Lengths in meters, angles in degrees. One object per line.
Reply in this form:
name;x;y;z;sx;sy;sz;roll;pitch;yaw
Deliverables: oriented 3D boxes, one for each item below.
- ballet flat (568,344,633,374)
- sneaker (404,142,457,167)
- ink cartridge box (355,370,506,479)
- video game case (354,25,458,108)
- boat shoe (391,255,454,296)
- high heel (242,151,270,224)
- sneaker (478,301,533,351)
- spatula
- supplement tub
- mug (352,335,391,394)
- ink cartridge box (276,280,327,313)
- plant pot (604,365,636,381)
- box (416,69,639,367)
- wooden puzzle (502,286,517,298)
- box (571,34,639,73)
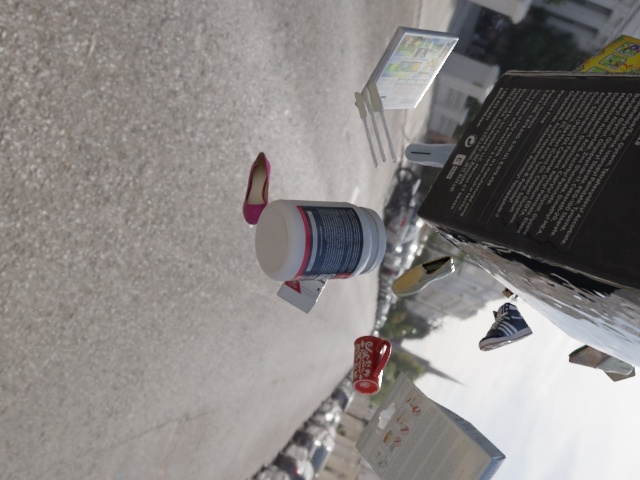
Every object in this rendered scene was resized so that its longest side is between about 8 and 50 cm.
ballet flat;0.803;0.286;1.753;0.316;0.106;0.107;-19;150;-12
sneaker;0.423;-0.297;2.333;0.091;0.258;0.094;-33;135;-74
ink cartridge box;0.308;0.621;1.969;0.091;0.385;0.308;14;111;-44
video game case;0.293;-0.574;2.267;0.329;0.036;0.299;-12;143;-46
boat shoe;0.281;0.089;1.867;0.190;0.068;0.072;-28;149;-5
high heel;-0.185;-0.154;1.982;0.244;0.082;0.117;-77;170;-49
sneaker;0.691;0.331;2.608;0.282;0.153;0.099;-8;156;-35
spatula;0.162;-0.338;1.999;0.168;0.019;0.241;0;-74;67
supplement tub;0.000;0.000;1.601;0.272;0.191;0.191;0;123;-34
mug;0.160;0.404;2.215;0.150;0.113;0.169;105;-2;-46
ink cartridge box;-0.042;0.113;1.780;0.056;0.099;0.135;-56;-177;40
plant pot;0.979;0.400;2.210;0.109;0.096;0.109;-25;-167;23
box;0.492;0.007;0.985;0.297;0.480;0.472;-58;-150;-5
wooden puzzle;0.556;0.135;1.924;0.079;0.014;0.116;-37;-172;-3
box;0.921;-0.428;2.099;0.279;0.177;0.289;-36;132;-8
